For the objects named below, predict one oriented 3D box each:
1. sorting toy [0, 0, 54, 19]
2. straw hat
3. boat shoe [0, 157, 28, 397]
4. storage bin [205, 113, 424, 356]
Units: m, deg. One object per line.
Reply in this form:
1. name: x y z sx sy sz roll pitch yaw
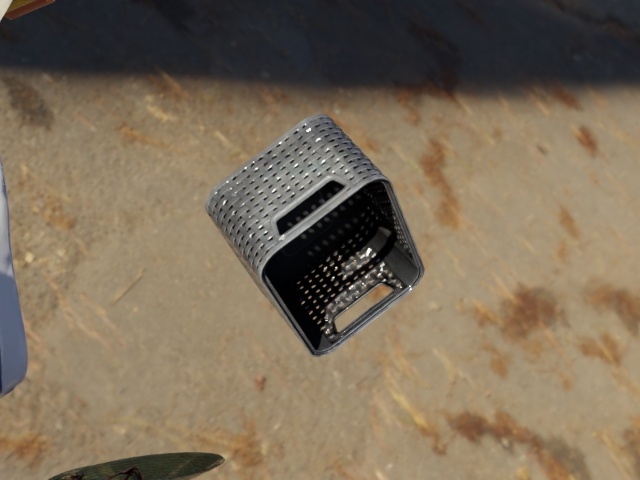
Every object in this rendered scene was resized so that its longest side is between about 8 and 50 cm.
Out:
1. sorting toy: -0.217 -0.211 0.796 0.046 0.275 0.132 29 4 -41
2. straw hat: -0.147 0.216 0.905 0.144 0.144 0.061 -3 87 -53
3. boat shoe: -0.240 -0.007 0.657 0.084 0.095 0.258 -32 119 -47
4. storage bin: 0.000 0.000 0.894 0.084 0.122 0.180 49 -7 31
